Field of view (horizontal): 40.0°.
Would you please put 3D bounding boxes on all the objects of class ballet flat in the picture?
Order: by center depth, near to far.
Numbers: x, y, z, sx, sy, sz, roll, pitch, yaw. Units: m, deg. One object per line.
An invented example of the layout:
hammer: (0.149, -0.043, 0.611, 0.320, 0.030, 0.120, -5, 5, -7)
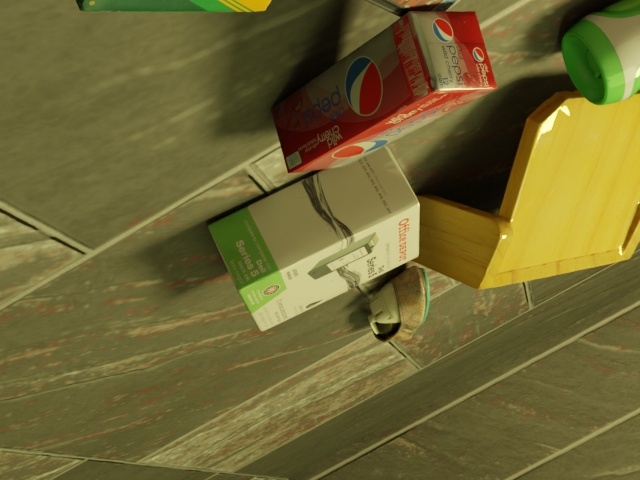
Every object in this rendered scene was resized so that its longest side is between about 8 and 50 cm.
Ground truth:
ballet flat: (0.151, 0.144, 1.774, 0.106, 0.107, 0.316, -11, 155, -5)

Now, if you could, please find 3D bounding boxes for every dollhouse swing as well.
dollhouse swing: (0.342, -0.109, 1.431, 0.347, 0.315, 0.304, -9, 109, -31)

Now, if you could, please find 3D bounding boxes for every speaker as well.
speaker: (0.474, -0.289, 1.153, 0.297, 0.131, 0.131, -27, 158, -2)

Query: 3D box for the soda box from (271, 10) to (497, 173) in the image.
soda box: (0.057, -0.149, 0.929, 0.092, 0.083, 0.263, -10, 173, -35)

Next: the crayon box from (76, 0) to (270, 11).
crayon box: (-0.067, -0.284, 0.601, 0.165, 0.081, 0.278, -11, 153, -37)

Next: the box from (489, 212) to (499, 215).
box: (0.327, -0.019, 1.710, 0.136, 0.028, 0.081, 5, 141, -49)

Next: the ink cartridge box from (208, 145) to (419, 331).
ink cartridge box: (0.000, 0.000, 1.258, 0.273, 0.114, 0.198, -26, 158, -5)

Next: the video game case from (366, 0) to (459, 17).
video game case: (0.130, -0.281, 0.718, 0.248, 0.035, 0.275, -34, 169, 24)
